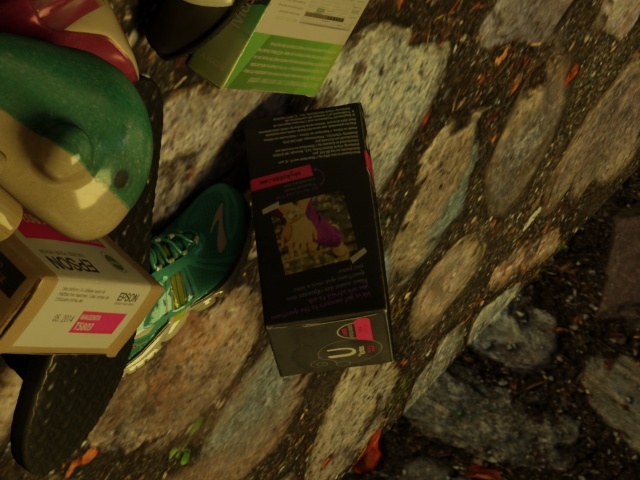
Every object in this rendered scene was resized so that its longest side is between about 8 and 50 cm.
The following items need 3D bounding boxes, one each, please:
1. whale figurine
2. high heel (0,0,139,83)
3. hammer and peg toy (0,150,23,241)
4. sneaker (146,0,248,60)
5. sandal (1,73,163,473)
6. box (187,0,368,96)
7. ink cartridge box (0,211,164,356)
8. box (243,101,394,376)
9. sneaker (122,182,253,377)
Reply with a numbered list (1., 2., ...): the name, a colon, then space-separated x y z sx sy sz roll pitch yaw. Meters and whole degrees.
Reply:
1. whale figurine: -0.241 -0.116 1.383 0.141 0.216 0.272 -54 134 -9
2. high heel: -0.233 -0.171 1.533 0.117 0.082 0.244 -26 172 -1
3. hammer and peg toy: -0.398 0.034 1.212 0.361 0.266 0.127 -51 133 -8
4. sneaker: -0.098 -0.295 1.583 0.330 0.146 0.122 -43 -159 44
5. sandal: -0.255 0.026 1.774 0.167 0.107 0.445 -21 130 -56
6. box: 0.002 -0.305 1.863 0.322 0.058 0.232 -61 160 14
7. ink cartridge box: -0.271 0.009 1.523 0.088 0.193 0.235 -51 162 9
8. box: 0.000 0.000 2.018 0.143 0.270 0.165 -8 155 3
9. sneaker: -0.177 0.038 1.959 0.275 0.107 0.110 -50 148 -19
